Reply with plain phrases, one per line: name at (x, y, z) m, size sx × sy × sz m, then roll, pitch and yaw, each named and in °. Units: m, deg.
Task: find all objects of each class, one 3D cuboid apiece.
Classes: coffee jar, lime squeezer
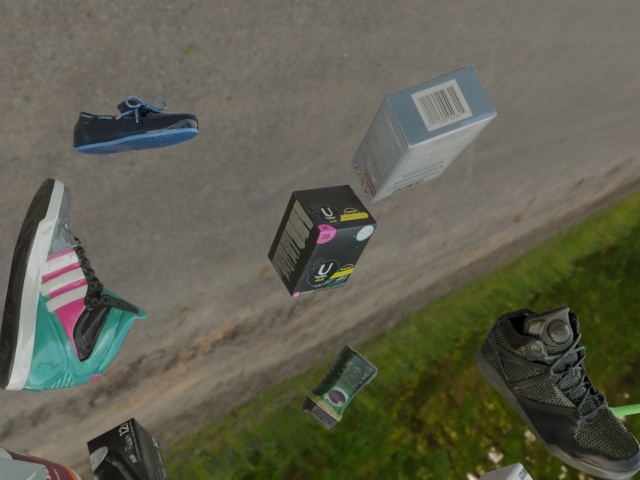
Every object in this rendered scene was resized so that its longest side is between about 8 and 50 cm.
coffee jar at (0.041, 0.338, 1.774) m, size 0.184 × 0.096 × 0.079 m, roll -51°, pitch -171°, yaw -5°
lime squeezer at (0.431, 0.238, 1.277) m, size 0.059 × 0.310 × 0.110 m, roll 2°, pitch 115°, yaw -65°

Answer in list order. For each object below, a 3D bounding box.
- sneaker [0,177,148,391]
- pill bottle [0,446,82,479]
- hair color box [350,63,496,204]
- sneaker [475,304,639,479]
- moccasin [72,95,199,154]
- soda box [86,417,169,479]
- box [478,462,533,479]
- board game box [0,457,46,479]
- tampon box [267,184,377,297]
sneaker at (-0.329, 0.068, 1.072) m, size 0.178 × 0.296 × 0.124 m, roll 15°, pitch 156°, yaw -32°
pill bottle at (-0.718, 0.578, 1.717) m, size 0.224 × 0.224 × 0.392 m, roll -40°, pitch 150°, yaw -3°
hair color box at (0.193, -0.201, 1.561) m, size 0.185 × 0.114 × 0.374 m, roll -21°, pitch 170°, yaw -12°
sneaker at (0.279, 0.163, 0.882) m, size 0.087 × 0.227 × 0.130 m, roll -21°, pitch 141°, yaw -27°
moccasin at (-0.439, -0.273, 1.775) m, size 0.342 × 0.117 × 0.137 m, roll -3°, pitch 175°, yaw 21°
soda box at (-0.167, 0.253, 0.719) m, size 0.053 × 0.169 × 0.060 m, roll -29°, pitch 137°, yaw -3°
box at (0.393, 0.602, 1.624) m, size 0.181 × 0.182 × 0.119 m, roll -33°, pitch 175°, yaw -43°
board game box at (-0.593, 0.557, 1.346) m, size 0.097 × 0.224 × 0.303 m, roll 24°, pitch 123°, yaw -36°
tampon box at (0.000, 0.000, 1.324) m, size 0.120 × 0.101 × 0.161 m, roll -10°, pitch 142°, yaw -34°
